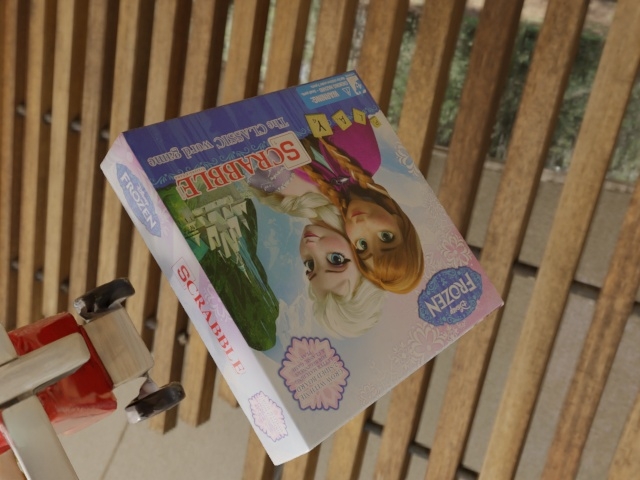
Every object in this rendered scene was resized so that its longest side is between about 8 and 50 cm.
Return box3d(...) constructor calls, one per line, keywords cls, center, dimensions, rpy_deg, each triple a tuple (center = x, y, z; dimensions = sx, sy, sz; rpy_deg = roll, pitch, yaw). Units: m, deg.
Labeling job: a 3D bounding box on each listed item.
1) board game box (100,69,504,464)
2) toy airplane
box3d(cls="board game box", center=(0.000, 0.000, 0.736), dimensions=(0.319, 0.066, 0.318), rpy_deg=(-27, -98, -41))
box3d(cls="toy airplane", center=(-0.270, 0.138, 0.556), dimensions=(0.273, 0.384, 0.386), rpy_deg=(-26, -137, -7))
